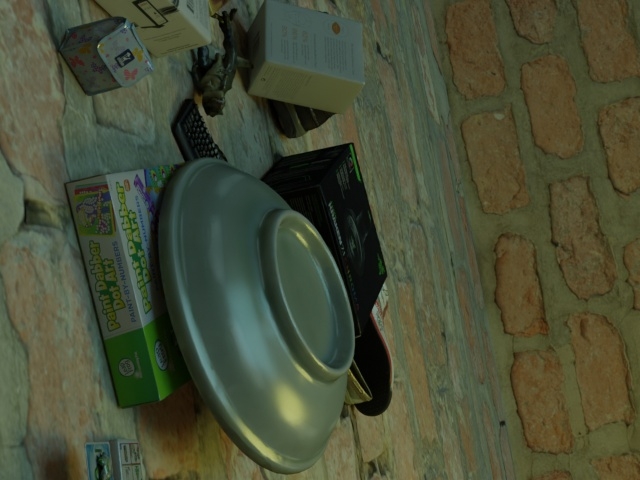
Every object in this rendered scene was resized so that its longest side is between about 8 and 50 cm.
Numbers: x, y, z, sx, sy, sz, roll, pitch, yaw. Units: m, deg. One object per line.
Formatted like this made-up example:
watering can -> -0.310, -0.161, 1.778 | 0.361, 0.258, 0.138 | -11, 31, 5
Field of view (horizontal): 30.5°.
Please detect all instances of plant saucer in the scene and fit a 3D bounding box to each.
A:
plant saucer -> -0.048, 0.075, 1.419 | 0.400, 0.100, 0.400 | 53, 25, -39

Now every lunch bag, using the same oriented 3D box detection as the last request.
lunch bag -> -0.234, -0.205, 1.295 | 0.053, 0.083, 0.071 | -85, 158, -45

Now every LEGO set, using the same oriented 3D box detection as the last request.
LEGO set -> -0.216, 0.284, 1.119 | 0.244, 0.060, 0.182 | 55, 26, -79

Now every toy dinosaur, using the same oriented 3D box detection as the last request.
toy dinosaur -> -0.145, -0.263, 1.682 | 0.268, 0.064, 0.118 | -71, 152, -64

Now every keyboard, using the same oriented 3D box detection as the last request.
keyboard -> -0.151, -0.108, 1.614 | 0.108, 0.023, 0.180 | -77, 152, -55

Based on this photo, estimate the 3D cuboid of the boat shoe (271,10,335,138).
boat shoe -> 0.007, -0.301, 2.079 | 0.355, 0.130, 0.132 | -81, 154, -50

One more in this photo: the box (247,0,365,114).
box -> -0.024, -0.292, 1.876 | 0.091, 0.170, 0.130 | 129, -33, -53

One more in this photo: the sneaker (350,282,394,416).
sneaker -> 0.090, 0.171, 2.103 | 0.145, 0.090, 0.270 | -8, 84, -71

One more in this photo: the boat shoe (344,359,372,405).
boat shoe -> 0.046, 0.210, 2.003 | 0.056, 0.048, 0.153 | -59, 135, -67

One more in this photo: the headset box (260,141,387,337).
headset box -> 0.000, 0.000, 1.849 | 0.283, 0.131, 0.246 | -56, 132, -69

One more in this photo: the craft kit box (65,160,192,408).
craft kit box -> -0.186, 0.039, 1.344 | 0.246, 0.061, 0.250 | -25, 103, -70

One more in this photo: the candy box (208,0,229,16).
candy box -> -0.187, -0.412, 1.652 | 0.109, 0.053, 0.187 | -64, 138, -63

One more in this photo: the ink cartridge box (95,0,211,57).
ink cartridge box -> -0.216, -0.339, 1.440 | 0.203, 0.086, 0.148 | 41, 40, -63
